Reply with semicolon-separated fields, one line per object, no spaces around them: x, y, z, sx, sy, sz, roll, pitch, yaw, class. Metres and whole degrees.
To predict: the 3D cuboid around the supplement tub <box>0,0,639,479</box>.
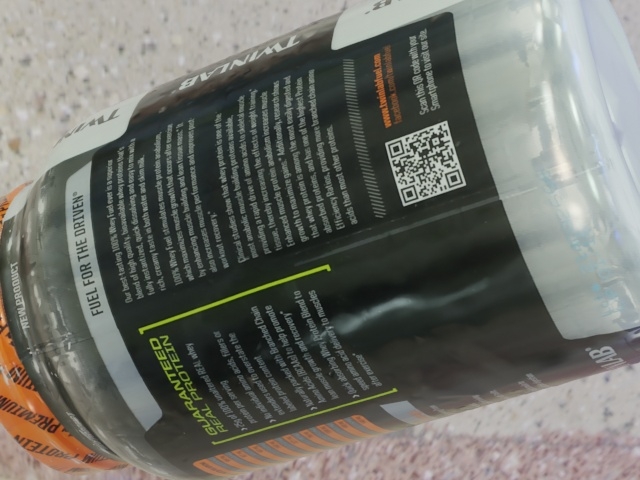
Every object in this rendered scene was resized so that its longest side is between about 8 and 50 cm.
0.000;0.000;0.678;0.338;0.207;0.207;-19;66;21;supplement tub
